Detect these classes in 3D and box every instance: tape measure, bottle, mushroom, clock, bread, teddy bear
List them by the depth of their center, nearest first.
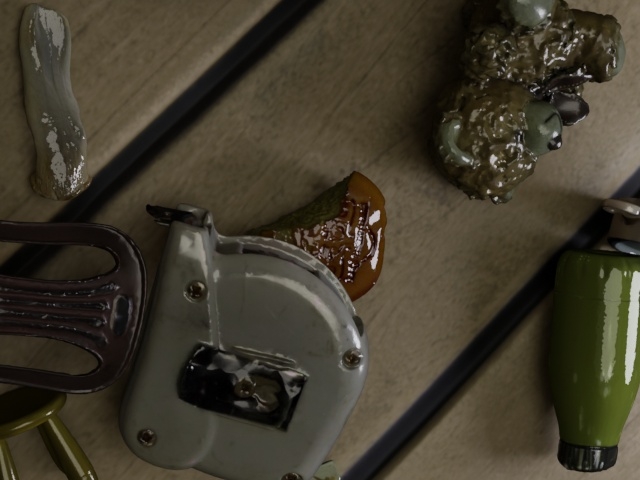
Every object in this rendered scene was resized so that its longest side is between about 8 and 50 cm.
[{"bbox_3d":[-0.276,-0.141,1.478,0.059,0.054,0.202,-10,94,-27],"label":"mushroom"},{"bbox_3d":[-0.084,0.117,1.495,0.265,0.130,0.258,15,102,-4],"label":"tape measure"},{"bbox_3d":[0.007,0.007,1.587,0.156,0.086,0.125,-34,109,-15],"label":"bread"},{"bbox_3d":[0.210,-0.168,1.620,0.267,0.156,0.256,25,80,-52],"label":"teddy bear"},{"bbox_3d":[0.327,0.143,1.721,0.112,0.112,0.260,2,95,-23],"label":"bottle"},{"bbox_3d":[0.422,-0.002,1.722,0.229,0.155,0.063,16,90,-33],"label":"clock"}]

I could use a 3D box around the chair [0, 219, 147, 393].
[{"bbox_3d":[-0.355,0.047,1.397,0.326,0.183,0.176,9,94,-41],"label":"chair"}]

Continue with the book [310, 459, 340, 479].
[{"bbox_3d":[-0.082,0.383,1.597,0.289,0.026,0.201,-19,86,-19],"label":"book"}]

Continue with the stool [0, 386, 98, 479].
[{"bbox_3d":[-0.297,0.217,1.469,0.135,0.134,0.111,-47,123,-61],"label":"stool"}]
